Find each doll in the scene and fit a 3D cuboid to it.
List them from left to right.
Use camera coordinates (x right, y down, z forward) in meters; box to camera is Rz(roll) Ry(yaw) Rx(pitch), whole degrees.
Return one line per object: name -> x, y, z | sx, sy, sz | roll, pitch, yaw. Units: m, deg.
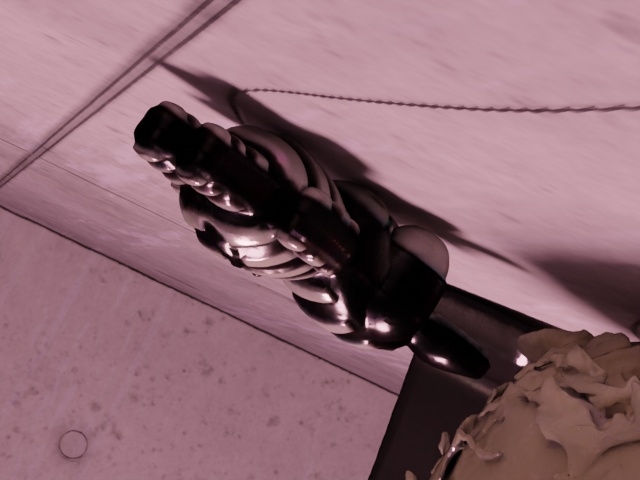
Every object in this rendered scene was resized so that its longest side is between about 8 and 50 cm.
doll -> 0.000, 0.000, 0.797 | 0.091, 0.067, 0.219 | 24, 170, 42

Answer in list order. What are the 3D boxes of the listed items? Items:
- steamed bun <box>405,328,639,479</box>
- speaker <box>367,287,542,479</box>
steamed bun -> 0.147, 0.193, 0.731 | 0.233, 0.312, 0.334 | 24, 167, -18
speaker -> 0.072, 0.216, 1.139 | 0.180, 0.388, 0.184 | 23, -169, 32
